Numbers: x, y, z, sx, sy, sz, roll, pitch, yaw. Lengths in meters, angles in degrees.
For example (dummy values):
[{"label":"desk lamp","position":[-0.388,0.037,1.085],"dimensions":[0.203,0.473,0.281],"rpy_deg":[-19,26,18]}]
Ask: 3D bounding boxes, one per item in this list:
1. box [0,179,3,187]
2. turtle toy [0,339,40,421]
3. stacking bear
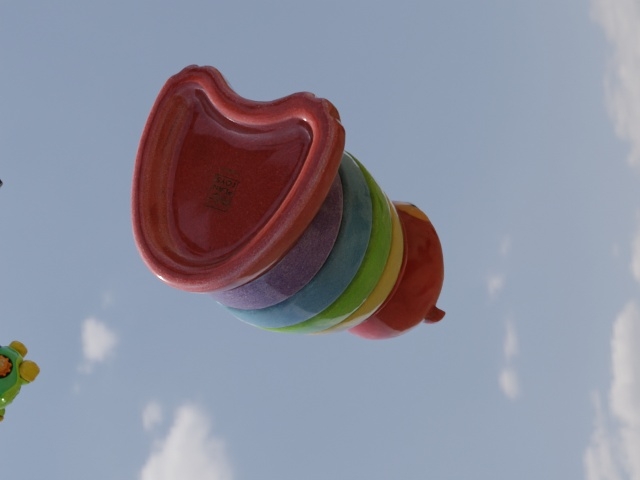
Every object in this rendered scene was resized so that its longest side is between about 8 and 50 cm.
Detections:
[{"label":"box","position":[-0.491,-0.087,1.759],"dimensions":[0.093,0.156,0.158],"rpy_deg":[-28,-98,-34]},{"label":"turtle toy","position":[-0.398,0.156,1.682],"dimensions":[0.066,0.095,0.130],"rpy_deg":[36,-176,-39]},{"label":"stacking bear","position":[0.000,0.000,1.108],"dimensions":[0.289,0.175,0.164],"rpy_deg":[28,-97,-53]}]
